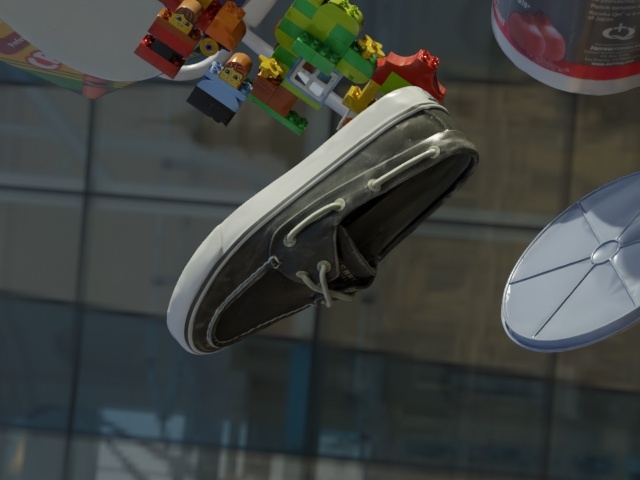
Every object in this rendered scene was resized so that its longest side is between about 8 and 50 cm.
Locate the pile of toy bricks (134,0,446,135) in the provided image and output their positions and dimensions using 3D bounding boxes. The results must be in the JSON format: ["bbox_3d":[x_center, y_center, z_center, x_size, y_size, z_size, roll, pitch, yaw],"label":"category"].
[{"bbox_3d":[-0.011,-0.128,1.222,0.105,0.212,0.118,-53,6,30],"label":"pile of toy bricks"}]

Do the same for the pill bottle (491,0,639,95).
[{"bbox_3d":[0.251,-0.292,1.592,0.318,0.176,0.176,95,-175,-51],"label":"pill bottle"}]

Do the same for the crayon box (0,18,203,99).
[{"bbox_3d":[-0.289,-0.247,1.813,0.318,0.202,0.081,22,-113,-35],"label":"crayon box"}]

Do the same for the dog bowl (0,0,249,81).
[{"bbox_3d":[-0.166,-0.250,1.358,0.104,0.265,0.265,-48,-30,-33],"label":"dog bowl"}]

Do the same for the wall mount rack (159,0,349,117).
[{"bbox_3d":[-0.005,-0.255,1.585,0.350,0.304,0.130,-53,9,1],"label":"wall mount rack"}]

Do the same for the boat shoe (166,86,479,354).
[{"bbox_3d":[0.000,0.000,1.125,0.070,0.219,0.078,52,-172,37],"label":"boat shoe"}]

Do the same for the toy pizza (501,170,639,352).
[{"bbox_3d":[0.231,0.019,1.452,0.032,0.201,0.201,51,-150,-24],"label":"toy pizza"}]
